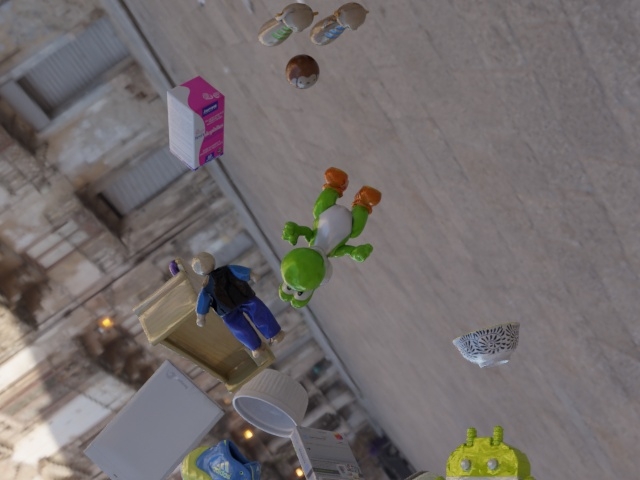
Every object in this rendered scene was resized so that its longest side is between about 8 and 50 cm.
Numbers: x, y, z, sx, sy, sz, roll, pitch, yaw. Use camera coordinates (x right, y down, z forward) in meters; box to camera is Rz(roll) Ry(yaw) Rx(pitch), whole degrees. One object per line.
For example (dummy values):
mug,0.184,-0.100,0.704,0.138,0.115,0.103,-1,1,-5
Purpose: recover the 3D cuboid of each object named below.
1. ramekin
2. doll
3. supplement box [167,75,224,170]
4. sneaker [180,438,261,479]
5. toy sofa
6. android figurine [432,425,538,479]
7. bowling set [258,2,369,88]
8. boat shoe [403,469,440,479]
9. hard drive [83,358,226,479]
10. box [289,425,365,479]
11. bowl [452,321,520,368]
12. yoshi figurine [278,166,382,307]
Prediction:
ramekin,-0.133,0.453,2.129,0.207,0.109,0.207,19,143,14
doll,-0.142,0.099,1.201,0.189,0.129,0.046,55,-173,-12
supplement box,-0.337,-0.316,2.048,0.114,0.111,0.220,40,147,23
sneaker,-0.145,0.445,1.272,0.240,0.126,0.091,58,-167,22
toy sofa,-0.276,0.206,1.800,0.177,0.150,0.362,54,-176,39
android figurine,0.304,0.482,1.398,0.056,0.272,0.248,24,153,-36
bowling set,-0.002,-0.344,1.144,0.154,0.287,0.199,-9,96,61
boat shoe,0.129,0.590,1.576,0.109,0.305,0.091,50,168,-19
hard drive,-0.417,0.483,1.909,0.203,0.307,0.040,41,175,6
box,0.021,0.517,1.749,0.145,0.038,0.186,18,-155,-31
bowl,0.410,0.260,1.820,0.170,0.170,0.080,71,-175,-72
yoshi figurine,0.009,-0.001,1.902,0.204,0.362,0.203,18,165,45
